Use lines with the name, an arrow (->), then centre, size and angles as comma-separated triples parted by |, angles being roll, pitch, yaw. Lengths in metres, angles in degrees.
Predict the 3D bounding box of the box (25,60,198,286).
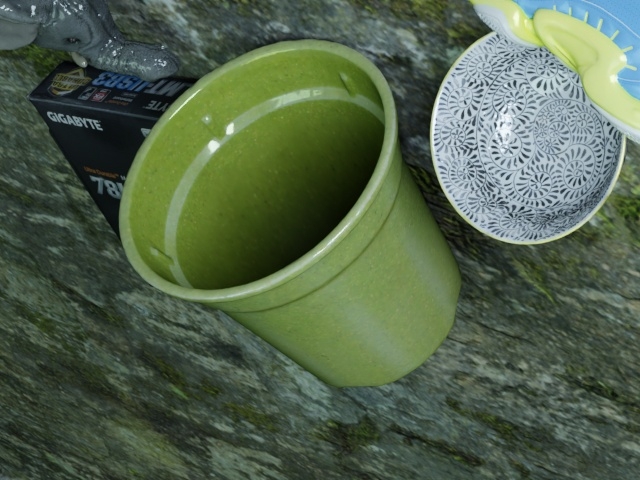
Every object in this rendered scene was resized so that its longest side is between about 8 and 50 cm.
box -> -0.140, -0.051, 1.956 | 0.295, 0.073, 0.293 | 12, 144, 43

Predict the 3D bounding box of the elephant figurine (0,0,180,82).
elephant figurine -> -0.279, -0.240, 1.777 | 0.239, 0.186, 0.169 | 4, 95, 36

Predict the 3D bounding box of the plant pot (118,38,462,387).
plant pot -> 0.000, 0.000, 1.674 | 0.276, 0.276, 0.254 | 15, 157, 41

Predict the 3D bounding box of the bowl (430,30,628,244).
bowl -> 0.178, -0.082, 1.432 | 0.170, 0.170, 0.080 | 22, -167, 32

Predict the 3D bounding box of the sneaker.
sneaker -> 0.201, -0.178, 1.305 | 0.240, 0.091, 0.126 | 43, 125, 22
